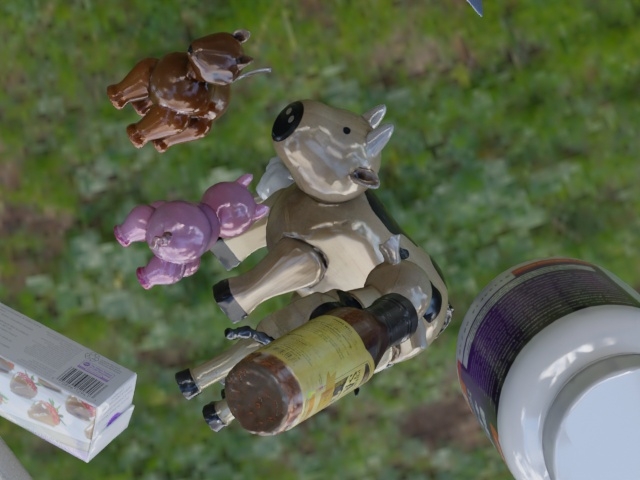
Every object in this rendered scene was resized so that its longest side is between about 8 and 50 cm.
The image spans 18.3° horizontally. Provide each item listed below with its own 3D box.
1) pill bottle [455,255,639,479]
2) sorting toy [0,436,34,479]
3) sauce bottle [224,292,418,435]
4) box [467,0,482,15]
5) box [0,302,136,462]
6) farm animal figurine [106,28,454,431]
[{"bbox_3d":[0.133,0.077,0.972,0.108,0.193,0.108,-1,100,-5],"label":"pill bottle"},{"bbox_3d":[-0.146,0.162,0.879,0.047,0.348,0.196,-38,179,-32],"label":"sorting toy"},{"bbox_3d":[0.005,0.056,0.972,0.128,0.042,0.042,-26,162,-49],"label":"sauce bottle"},{"bbox_3d":[0.100,-0.260,1.265,0.036,0.225,0.136,-5,-179,8],"label":"box"},{"bbox_3d":[-0.308,0.083,1.706,0.067,0.324,0.063,-41,150,-52],"label":"box"},{"bbox_3d":[0.000,0.000,1.392,0.172,0.330,0.327,-28,143,13],"label":"farm animal figurine"}]
